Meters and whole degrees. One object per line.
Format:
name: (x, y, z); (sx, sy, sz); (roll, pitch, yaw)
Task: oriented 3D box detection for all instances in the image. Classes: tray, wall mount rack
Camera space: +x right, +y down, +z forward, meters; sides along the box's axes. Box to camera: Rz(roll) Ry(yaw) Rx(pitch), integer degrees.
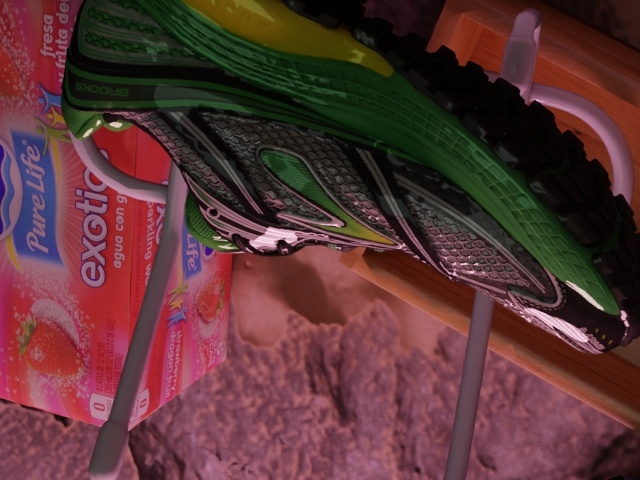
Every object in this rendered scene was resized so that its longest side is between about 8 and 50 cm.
tray: (0.232, 0.019, 1.220); (0.411, 0.076, 0.203); (29, 117, 15)
wall mount rack: (0.000, 0.000, 1.160); (0.350, 0.130, 0.304); (10, 103, 7)

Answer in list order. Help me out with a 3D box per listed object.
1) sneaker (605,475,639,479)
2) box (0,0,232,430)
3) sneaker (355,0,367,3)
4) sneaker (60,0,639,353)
sneaker: (0.205, 0.208, 1.206); (0.147, 0.130, 0.330); (49, 154, 17)
box: (-0.149, -0.044, 1.344); (0.142, 0.154, 0.300); (13, 113, 23)
sneaker: (0.159, -0.176, 0.987); (0.447, 0.257, 0.169); (4, 113, 46)
sneaker: (0.019, -0.040, 1.041); (0.343, 0.134, 0.146); (32, 108, 12)
